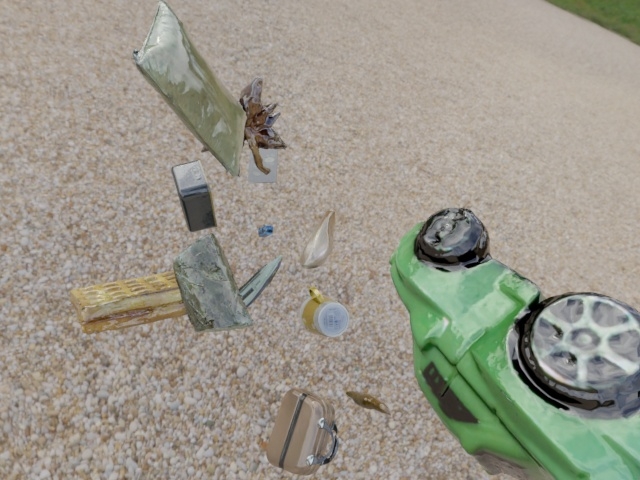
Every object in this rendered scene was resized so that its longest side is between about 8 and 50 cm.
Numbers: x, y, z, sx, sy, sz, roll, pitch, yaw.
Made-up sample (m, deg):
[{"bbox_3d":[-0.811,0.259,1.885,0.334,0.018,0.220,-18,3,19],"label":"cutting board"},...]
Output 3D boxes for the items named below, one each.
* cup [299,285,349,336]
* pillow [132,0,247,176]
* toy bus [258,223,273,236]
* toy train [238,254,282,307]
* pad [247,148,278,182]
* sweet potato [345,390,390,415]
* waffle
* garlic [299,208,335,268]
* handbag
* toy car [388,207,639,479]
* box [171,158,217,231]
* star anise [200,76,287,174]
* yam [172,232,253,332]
[{"bbox_3d":[0.010,0.316,1.927,0.185,0.226,0.241,-26,97,-18],"label":"cup"},{"bbox_3d":[-0.226,-0.276,0.812,0.074,0.302,0.185,-12,56,18],"label":"pillow"},{"bbox_3d":[-0.226,-0.039,1.783,0.038,0.083,0.046,3,78,-31],"label":"toy bus"},{"bbox_3d":[-0.177,0.130,1.184,0.048,0.252,0.055,52,25,12],"label":"toy train"},{"bbox_3d":[-0.256,-0.335,1.928,0.127,0.004,0.190,-2,63,2],"label":"pad"},{"bbox_3d":[0.203,0.694,1.857,0.067,0.274,0.067,0,89,-34],"label":"sweet potato"},{"bbox_3d":[-0.532,0.172,1.256,0.327,0.098,0.224,-10,13,-36],"label":"waffle"},{"bbox_3d":[-0.003,0.007,1.676,0.112,0.143,0.318,20,48,-5],"label":"garlic"},{"bbox_3d":[-0.051,0.756,1.687,0.283,0.149,0.302,8,70,37],"label":"handbag"},{"bbox_3d":[0.183,0.131,0.407,0.213,0.176,0.359,49,-1,-41],"label":"toy car"},{"bbox_3d":[-0.379,-0.130,1.301,0.090,0.201,0.144,-16,60,-16],"label":"box"},{"bbox_3d":[-0.240,-0.357,1.389,0.292,0.350,0.109,8,45,-13],"label":"star anise"},{"bbox_3d":[-0.201,0.087,0.780,0.107,0.107,0.183,-16,82,-39],"label":"yam"}]
